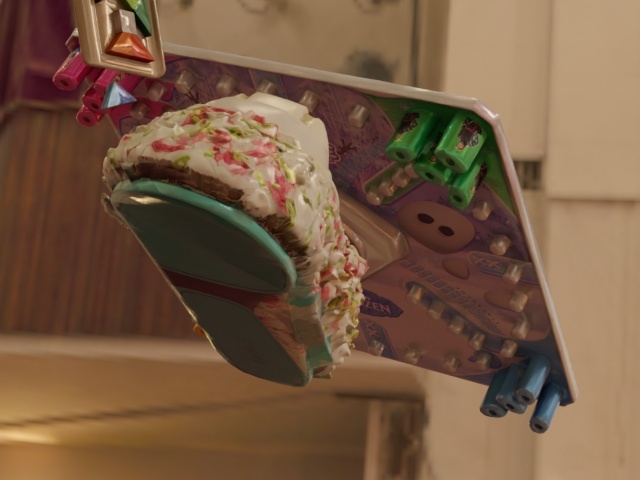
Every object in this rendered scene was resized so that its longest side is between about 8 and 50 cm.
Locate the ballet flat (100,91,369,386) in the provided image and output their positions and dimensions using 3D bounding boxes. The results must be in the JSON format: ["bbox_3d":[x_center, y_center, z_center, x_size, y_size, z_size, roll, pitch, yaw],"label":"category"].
[{"bbox_3d":[-0.026,-0.011,0.633,0.091,0.077,0.241,19,-16,9],"label":"ballet flat"}]

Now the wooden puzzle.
[{"bbox_3d":[-0.131,-0.144,1.100,0.014,0.116,0.078,-16,-4,36],"label":"wooden puzzle"}]

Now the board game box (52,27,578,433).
[{"bbox_3d":[0.000,0.000,1.411,0.389,0.050,0.390,14,-32,29],"label":"board game box"}]
